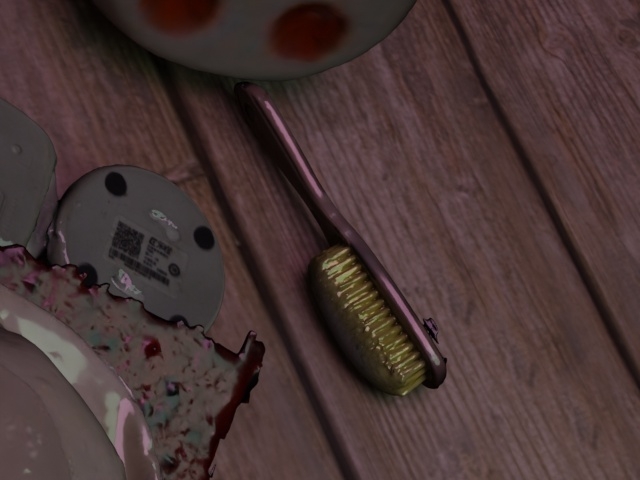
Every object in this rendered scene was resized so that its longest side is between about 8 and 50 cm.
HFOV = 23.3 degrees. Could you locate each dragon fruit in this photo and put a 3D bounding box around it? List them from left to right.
[{"bbox_3d":[-0.227,0.142,1.069,0.343,0.100,0.282,27,70,-29],"label":"dragon fruit"}]

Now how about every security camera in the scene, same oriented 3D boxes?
[{"bbox_3d":[-0.210,-0.010,1.190,0.301,0.080,0.157,29,52,-24],"label":"security camera"}]

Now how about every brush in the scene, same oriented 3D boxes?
[{"bbox_3d":[-0.001,0.000,1.303,0.067,0.072,0.313,-28,79,-22],"label":"brush"}]

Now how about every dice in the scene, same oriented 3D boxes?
[{"bbox_3d":[-0.052,-0.340,1.286,0.277,0.304,0.304,11,54,-21],"label":"dice"}]

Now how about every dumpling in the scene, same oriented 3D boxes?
[{"bbox_3d":[-0.197,0.156,0.945,0.260,0.181,0.341,6,40,-55],"label":"dumpling"}]
